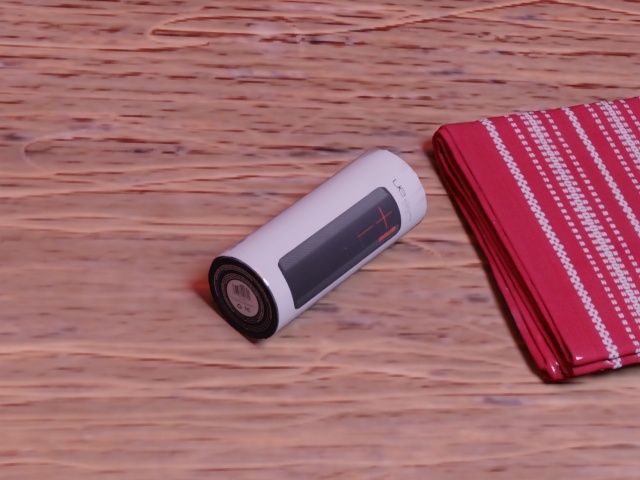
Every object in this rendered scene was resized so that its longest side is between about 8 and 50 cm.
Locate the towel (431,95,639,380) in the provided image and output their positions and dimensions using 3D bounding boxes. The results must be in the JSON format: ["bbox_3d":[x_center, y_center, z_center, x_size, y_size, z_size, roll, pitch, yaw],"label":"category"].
[{"bbox_3d":[0.222,-0.012,1.168,0.275,0.031,0.199,-9,54,-23],"label":"towel"}]

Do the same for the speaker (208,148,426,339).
[{"bbox_3d":[0.000,0.000,1.076,0.055,0.055,0.136,40,51,18],"label":"speaker"}]
